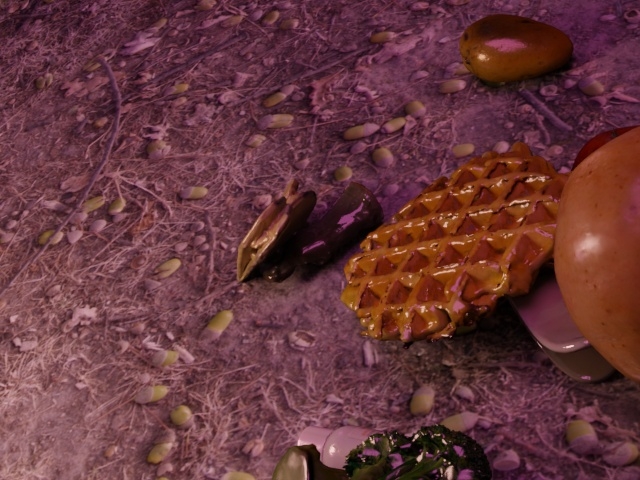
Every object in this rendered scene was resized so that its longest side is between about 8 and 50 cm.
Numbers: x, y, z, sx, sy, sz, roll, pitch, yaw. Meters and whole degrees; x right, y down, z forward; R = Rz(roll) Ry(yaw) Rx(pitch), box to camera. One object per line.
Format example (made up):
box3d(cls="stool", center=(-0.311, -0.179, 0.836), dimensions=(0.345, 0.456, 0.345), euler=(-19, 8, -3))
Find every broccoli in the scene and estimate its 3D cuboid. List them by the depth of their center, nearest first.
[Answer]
box3d(cls="broccoli", center=(0.066, 0.348, 1.560), dimensions=(0.297, 0.297, 0.297), euler=(-40, 37, 39))

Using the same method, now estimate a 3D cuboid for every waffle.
box3d(cls="waffle", center=(0.201, 0.006, 1.925), dimensions=(0.382, 0.095, 0.379), euler=(-35, 24, 0))

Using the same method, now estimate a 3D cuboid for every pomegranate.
box3d(cls="pomegranate", center=(0.423, 0.024, 1.603), dimensions=(0.338, 0.338, 0.338), euler=(-14, 40, 13))

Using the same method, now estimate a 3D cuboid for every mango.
box3d(cls="mango", center=(0.334, -0.331, 2.316), dimensions=(0.195, 0.098, 0.137), euler=(-2, 40, 18))

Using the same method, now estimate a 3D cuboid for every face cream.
box3d(cls="face cream", center=(0.089, 0.290, 1.760), dimensions=(0.269, 0.082, 0.082), euler=(6, 48, 33))

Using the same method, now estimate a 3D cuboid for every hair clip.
box3d(cls="hair clip", center=(0.337, 0.081, 1.839), dimensions=(0.173, 0.113, 0.282), euler=(-19, 39, 7))

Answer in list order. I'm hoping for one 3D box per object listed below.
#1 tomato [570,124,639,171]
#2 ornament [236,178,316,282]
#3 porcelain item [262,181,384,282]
box3d(cls="tomato", center=(0.464, -0.099, 1.968), dimensions=(0.228, 0.101, 0.228), euler=(-7, 36, 5))
box3d(cls="ornament", center=(-0.086, -0.002, 2.145), dimensions=(0.180, 0.059, 0.201), euler=(-55, -3, 22))
box3d(cls="porcelain item", center=(0.000, 0.000, 2.138), dimensions=(0.216, 0.069, 0.081), euler=(-39, 45, -19))
